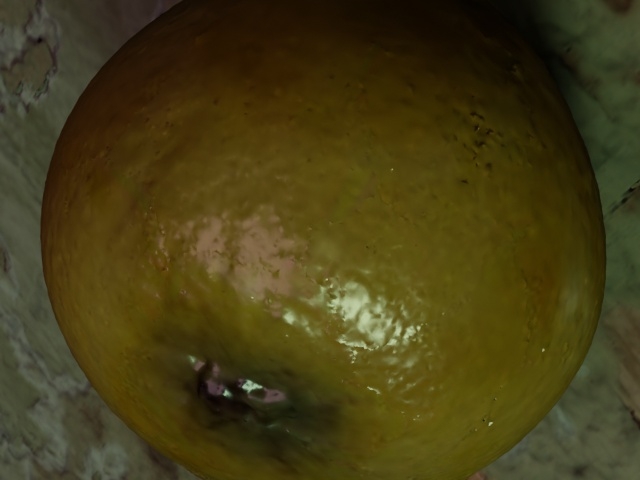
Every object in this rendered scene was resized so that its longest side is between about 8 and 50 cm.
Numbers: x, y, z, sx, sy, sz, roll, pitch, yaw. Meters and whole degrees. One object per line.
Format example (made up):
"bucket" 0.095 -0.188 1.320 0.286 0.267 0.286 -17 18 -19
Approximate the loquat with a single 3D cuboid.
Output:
"loquat" 0.000 0.000 0.830 0.263 0.263 0.263 19 120 36
